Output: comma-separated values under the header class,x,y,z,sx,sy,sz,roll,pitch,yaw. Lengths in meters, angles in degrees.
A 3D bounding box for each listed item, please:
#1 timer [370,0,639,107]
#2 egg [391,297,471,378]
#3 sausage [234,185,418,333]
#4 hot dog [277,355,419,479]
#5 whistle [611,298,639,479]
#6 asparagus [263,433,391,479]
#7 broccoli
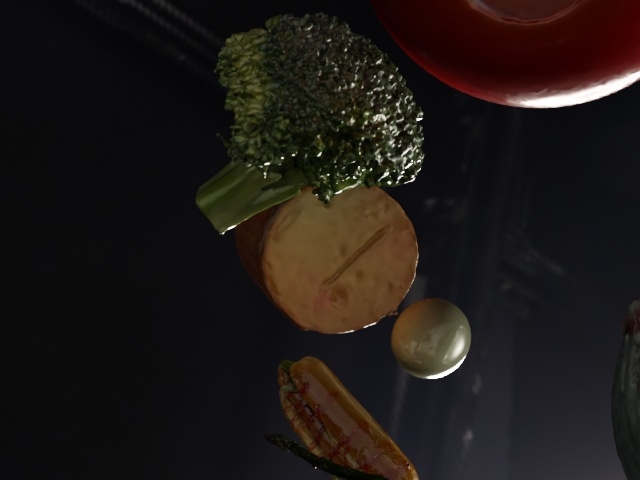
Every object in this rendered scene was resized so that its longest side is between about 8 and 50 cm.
class,x,y,z,sx,sy,sz,roll,pitch,yaw
timer,0.219,-0.318,1.391,0.378,0.378,0.279,64,-157,-12
egg,0.160,0.144,2.040,0.114,0.114,0.152,67,-153,-9
sausage,0.000,0.000,2.062,0.233,0.287,0.233,-1,-83,-11
hot dog,0.023,0.245,1.750,0.076,0.104,0.250,-28,-115,-36
whistle,0.227,0.076,0.727,0.348,0.189,0.189,11,-114,-85
asparagus,0.005,0.189,1.192,0.016,0.163,0.016,-23,-68,-33
broccoli,-0.027,-0.162,1.772,0.375,0.302,0.249,-40,-63,-74
